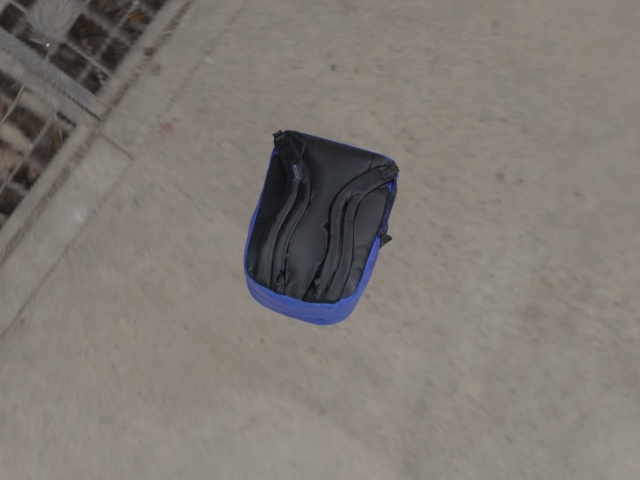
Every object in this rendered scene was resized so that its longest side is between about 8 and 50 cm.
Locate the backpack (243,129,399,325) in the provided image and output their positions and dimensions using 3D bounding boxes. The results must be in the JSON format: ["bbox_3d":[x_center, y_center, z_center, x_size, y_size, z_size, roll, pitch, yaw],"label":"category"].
[{"bbox_3d":[0.000,0.000,1.073,0.098,0.101,0.120,13,69,7],"label":"backpack"}]
